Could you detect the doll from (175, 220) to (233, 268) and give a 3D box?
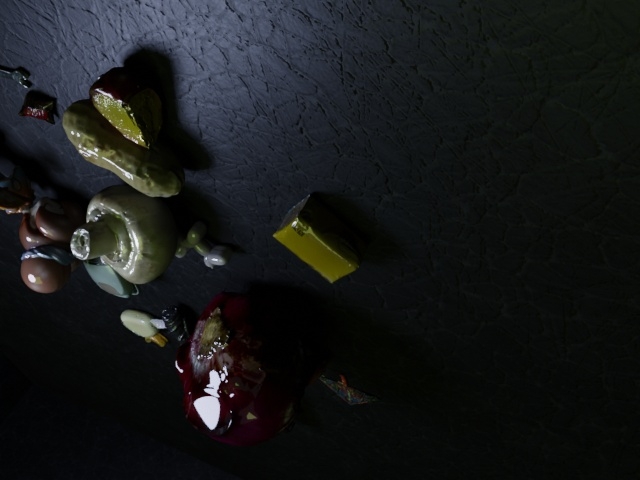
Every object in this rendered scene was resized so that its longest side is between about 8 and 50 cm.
[{"bbox_3d":[-0.315,0.011,1.604,0.161,0.059,0.160,44,143,-19],"label":"doll"}]

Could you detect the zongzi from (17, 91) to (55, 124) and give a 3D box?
[{"bbox_3d":[-0.640,-0.310,1.466,0.083,0.067,0.073,27,139,-28],"label":"zongzi"}]

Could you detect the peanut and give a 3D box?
[{"bbox_3d":[-0.419,-0.192,1.364,0.290,0.130,0.130,33,146,-1],"label":"peanut"}]

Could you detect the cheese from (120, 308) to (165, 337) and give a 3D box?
[{"bbox_3d":[-0.578,0.287,2.172,0.255,0.050,0.127,-4,133,41],"label":"cheese"}]

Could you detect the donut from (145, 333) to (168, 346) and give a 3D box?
[{"bbox_3d":[-0.591,0.354,2.281,0.083,0.038,0.067,38,143,-6],"label":"donut"}]

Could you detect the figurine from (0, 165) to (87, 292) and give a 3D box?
[{"bbox_3d":[-0.814,-0.061,1.745,0.388,0.277,0.248,37,103,-16],"label":"figurine"}]

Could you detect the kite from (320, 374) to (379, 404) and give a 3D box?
[{"bbox_3d":[0.072,0.449,1.907,0.232,0.009,0.189,15,143,23],"label":"kite"}]

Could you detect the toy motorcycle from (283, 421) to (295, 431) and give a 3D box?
[{"bbox_3d":[-0.238,0.513,2.119,0.232,0.172,0.416,13,152,35],"label":"toy motorcycle"}]

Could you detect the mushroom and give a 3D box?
[{"bbox_3d":[-0.481,-0.009,1.527,0.260,0.234,0.254,-32,86,48],"label":"mushroom"}]

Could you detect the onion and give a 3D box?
[{"bbox_3d":[-0.155,0.344,1.688,0.398,0.399,0.420,-4,162,41],"label":"onion"}]

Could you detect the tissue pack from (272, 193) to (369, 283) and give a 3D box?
[{"bbox_3d":[0.000,0.000,1.320,0.169,0.082,0.120,40,144,-13],"label":"tissue pack"}]

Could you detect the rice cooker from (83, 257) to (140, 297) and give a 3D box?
[{"bbox_3d":[-0.598,0.073,1.848,0.145,0.127,0.206,9,144,31],"label":"rice cooker"}]

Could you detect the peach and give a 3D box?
[{"bbox_3d":[-0.371,-0.270,1.258,0.127,0.093,0.172,9,152,37],"label":"peach"}]

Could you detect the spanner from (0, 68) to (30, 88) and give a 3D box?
[{"bbox_3d":[-0.768,-0.398,1.469,0.254,0.015,0.054,19,144,18],"label":"spanner"}]

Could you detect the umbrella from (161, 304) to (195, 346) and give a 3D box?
[{"bbox_3d":[-0.422,0.327,2.066,0.094,0.090,0.326,-8,134,14],"label":"umbrella"}]
